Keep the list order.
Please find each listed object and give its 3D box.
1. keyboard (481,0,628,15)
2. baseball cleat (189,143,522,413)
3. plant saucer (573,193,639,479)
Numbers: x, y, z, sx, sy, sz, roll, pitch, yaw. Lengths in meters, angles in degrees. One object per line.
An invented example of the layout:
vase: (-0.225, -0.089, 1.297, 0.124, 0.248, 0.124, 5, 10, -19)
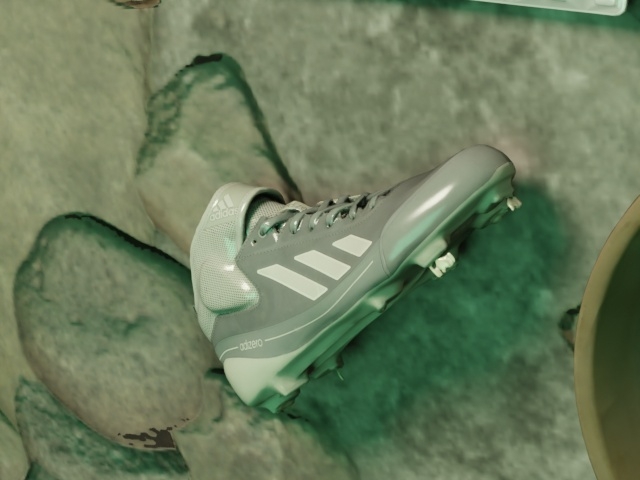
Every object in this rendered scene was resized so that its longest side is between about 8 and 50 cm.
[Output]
keyboard: (0.017, -0.147, 0.710, 0.256, 0.014, 0.072, 12, 118, 31)
baseball cleat: (0.000, 0.000, 0.757, 0.109, 0.072, 0.206, 53, 127, 11)
plant saucer: (0.235, 0.071, 0.644, 0.278, 0.041, 0.277, 15, 119, 30)
